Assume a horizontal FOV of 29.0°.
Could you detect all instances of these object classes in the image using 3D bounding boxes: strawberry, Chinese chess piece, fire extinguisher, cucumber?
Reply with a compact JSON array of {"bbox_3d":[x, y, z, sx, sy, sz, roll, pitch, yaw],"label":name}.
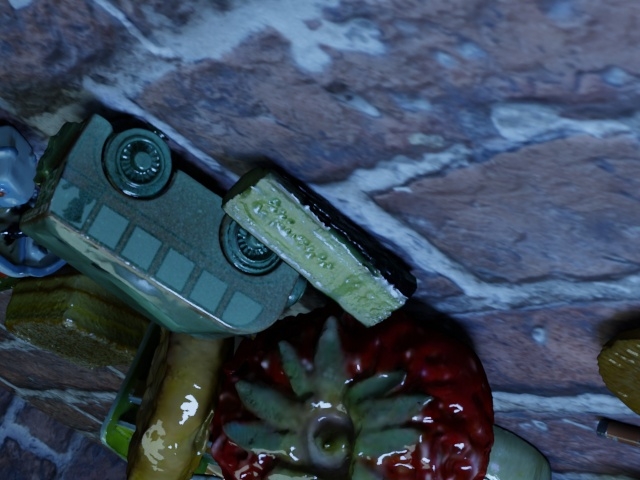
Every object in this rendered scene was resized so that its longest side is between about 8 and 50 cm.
[{"bbox_3d":[0.056,0.219,1.444,0.317,0.295,0.345,-18,163,13],"label":"strawberry"},{"bbox_3d":[0.222,0.311,1.689,0.188,0.083,0.188,22,158,9],"label":"Chinese chess piece"},{"bbox_3d":[0.355,0.220,1.400,0.083,0.022,0.028,11,123,36],"label":"fire extinguisher"},{"bbox_3d":[0.002,-0.003,1.266,0.211,0.062,0.078,41,122,-18],"label":"cucumber"}]

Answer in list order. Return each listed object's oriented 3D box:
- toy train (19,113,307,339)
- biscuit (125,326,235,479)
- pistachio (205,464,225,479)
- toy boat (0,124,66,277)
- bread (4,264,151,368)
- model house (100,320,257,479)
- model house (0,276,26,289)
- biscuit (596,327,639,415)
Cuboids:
[{"bbox_3d":[-0.162,0.000,1.324,0.326,0.159,0.129,34,160,-21],"label":"toy train"},{"bbox_3d":[-0.163,0.166,1.525,0.102,0.296,0.296,17,160,-9],"label":"biscuit"},{"bbox_3d":[-0.180,0.376,2.142,0.321,0.229,0.238,32,-159,-26],"label":"pistachio"},{"bbox_3d":[-0.397,-0.050,1.536,0.133,0.145,0.332,-7,151,9],"label":"toy boat"},{"bbox_3d":[-0.361,0.117,1.897,0.184,0.110,0.234,31,156,-33],"label":"bread"},{"bbox_3d":[-0.092,0.284,1.801,0.312,0.242,0.358,14,154,24],"label":"model house"},{"bbox_3d":[-0.582,0.013,1.936,0.207,0.154,0.294,-15,176,-13],"label":"model house"},{"bbox_3d":[0.389,0.149,1.169,0.262,0.037,0.262,24,159,10],"label":"biscuit"}]
